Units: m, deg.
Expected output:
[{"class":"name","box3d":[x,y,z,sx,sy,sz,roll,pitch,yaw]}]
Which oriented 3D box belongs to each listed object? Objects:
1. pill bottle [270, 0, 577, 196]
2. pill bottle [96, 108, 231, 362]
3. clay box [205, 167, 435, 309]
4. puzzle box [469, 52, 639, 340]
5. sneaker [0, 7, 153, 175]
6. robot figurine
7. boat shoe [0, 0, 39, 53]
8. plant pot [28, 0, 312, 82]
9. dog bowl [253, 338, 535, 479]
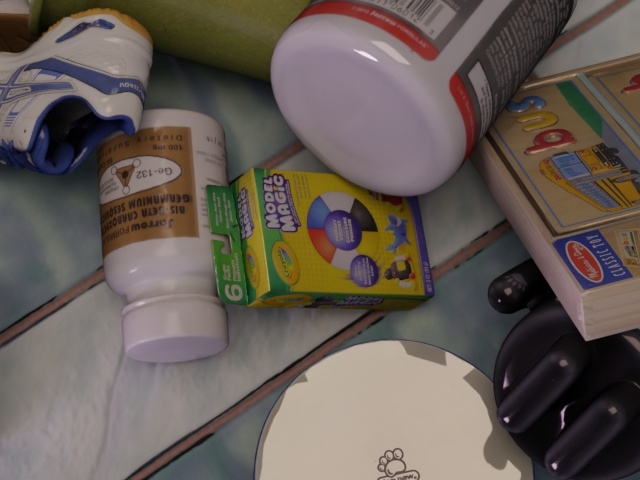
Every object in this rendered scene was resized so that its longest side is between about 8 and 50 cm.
[{"class":"pill bottle","box3d":[0.128,-0.232,1.545,0.210,0.210,0.363,33,58,10]},{"class":"pill bottle","box3d":[-0.150,-0.003,1.544,0.131,0.131,0.229,-6,72,-1]},{"class":"clay box","box3d":[0.000,0.000,1.531,0.222,0.053,0.127,3,69,-33]},{"class":"puzzle box","box3d":[0.304,-0.063,1.470,0.272,0.052,0.409,-15,30,-5]},{"class":"sneaker","box3d":[-0.292,-0.116,1.528,0.296,0.112,0.131,-24,53,31]},{"class":"robot figurine","box3d":[0.262,0.118,1.437,0.173,0.278,0.209,-7,102,30]},{"class":"boat shoe","box3d":[-0.429,-0.241,1.609,0.277,0.098,0.096,2,50,-36]},{"class":"plant pot","box3d":[-0.125,-0.288,1.589,0.253,0.276,0.276,22,73,-5]},{"class":"dog bowl","box3d":[0.068,0.230,1.482,0.264,0.104,0.265,0,72,0]}]
